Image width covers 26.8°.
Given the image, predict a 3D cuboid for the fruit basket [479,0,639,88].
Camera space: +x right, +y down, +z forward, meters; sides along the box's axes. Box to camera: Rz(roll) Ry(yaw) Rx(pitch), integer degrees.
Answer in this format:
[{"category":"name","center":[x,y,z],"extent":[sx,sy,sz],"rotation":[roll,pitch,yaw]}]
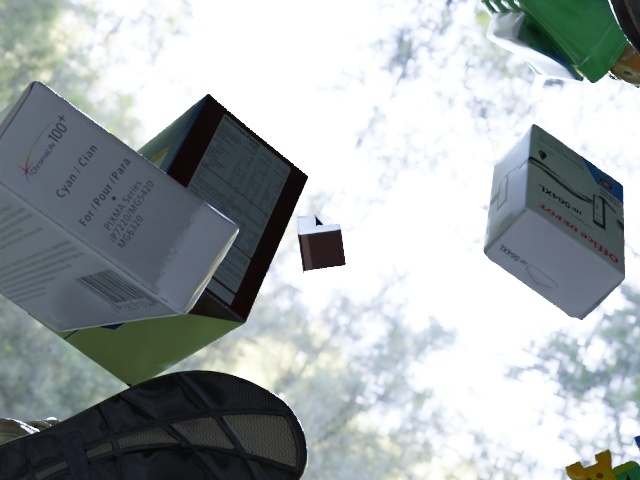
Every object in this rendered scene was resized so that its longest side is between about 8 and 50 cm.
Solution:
[{"category":"fruit basket","center":[0.335,-0.179,1.366],"extent":[0.353,0.165,0.327],"rotation":[40,3,-12]}]

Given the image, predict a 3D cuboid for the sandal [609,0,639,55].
[{"category":"sandal","center":[0.251,-0.134,0.896],"extent":[0.060,0.090,0.219],"rotation":[-31,-41,22]}]

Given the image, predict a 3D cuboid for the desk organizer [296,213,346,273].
[{"category":"desk organizer","center":[0.000,0.000,1.560],"extent":[0.050,0.047,0.130],"rotation":[-8,11,0]}]

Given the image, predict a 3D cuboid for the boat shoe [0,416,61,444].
[{"category":"boat shoe","center":[-0.293,0.230,1.355],"extent":[0.109,0.098,0.302],"rotation":[-10,-28,3]}]

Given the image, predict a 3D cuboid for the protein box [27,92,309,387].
[{"category":"protein box","center":[-0.147,0.002,1.315],"extent":[0.136,0.201,0.200],"rotation":[39,-43,-19]}]

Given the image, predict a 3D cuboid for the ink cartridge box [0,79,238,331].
[{"category":"ink cartridge box","center":[-0.215,-0.041,0.817],"extent":[0.261,0.066,0.296],"rotation":[36,-19,-17]}]

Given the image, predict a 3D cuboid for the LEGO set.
[{"category":"LEGO set","center":[0.366,0.295,1.583],"extent":[0.227,0.093,0.087],"rotation":[-23,-41,-1]}]

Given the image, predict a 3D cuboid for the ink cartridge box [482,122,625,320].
[{"category":"ink cartridge box","center":[0.277,-0.025,1.577],"extent":[0.148,0.203,0.086],"rotation":[34,-57,-12]}]

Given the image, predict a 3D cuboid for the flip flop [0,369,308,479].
[{"category":"flip flop","center":[-0.143,0.172,0.984],"extent":[0.277,0.112,0.080],"rotation":[-20,-16,9]}]
